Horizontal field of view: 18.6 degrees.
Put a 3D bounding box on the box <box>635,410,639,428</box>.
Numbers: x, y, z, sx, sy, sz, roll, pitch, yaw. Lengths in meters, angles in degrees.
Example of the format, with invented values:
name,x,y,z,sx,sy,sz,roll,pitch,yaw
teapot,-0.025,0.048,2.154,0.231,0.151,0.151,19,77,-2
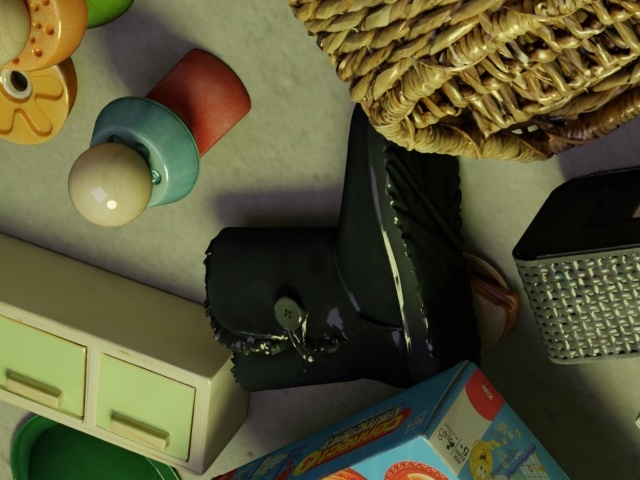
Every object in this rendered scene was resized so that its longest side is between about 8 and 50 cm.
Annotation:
name,x,y,z,sx,sy,sz,roll,pitch,yaw
box,0.409,0.143,1.328,0.322,0.058,0.232,-29,103,36

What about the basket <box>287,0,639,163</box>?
name,x,y,z,sx,sy,sz,roll,pitch,yaw
basket,0.157,-0.147,1.177,0.299,0.213,0.223,-25,104,37

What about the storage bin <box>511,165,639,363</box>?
name,x,y,z,sx,sy,sz,roll,pitch,yaw
storage bin,0.233,0.009,1.292,0.180,0.122,0.084,-9,114,31

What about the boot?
name,x,y,z,sx,sy,sz,roll,pitch,yaw
boot,0.000,0.000,1.425,0.207,0.094,0.246,1,110,34

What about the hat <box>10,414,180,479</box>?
name,x,y,z,sx,sy,sz,roll,pitch,yaw
hat,-0.217,0.269,1.647,0.208,0.183,0.173,28,128,10

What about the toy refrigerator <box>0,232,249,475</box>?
name,x,y,z,sx,sy,sz,roll,pitch,yaw
toy refrigerator,-0.195,0.088,1.582,0.269,0.094,0.102,19,126,15

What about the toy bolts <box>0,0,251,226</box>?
name,x,y,z,sx,sy,sz,roll,pitch,yaw
toy bolts,-0.193,-0.096,1.425,0.228,0.158,0.218,41,129,-1

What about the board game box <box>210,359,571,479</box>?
name,x,y,z,sx,sy,sz,roll,pitch,yaw
board game box,0.085,0.271,1.440,0.308,0.086,0.302,50,135,-10

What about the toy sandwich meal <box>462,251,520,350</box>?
name,x,y,z,sx,sy,sz,roll,pitch,yaw
toy sandwich meal,0.105,0.047,1.442,0.085,0.029,0.085,13,124,20
